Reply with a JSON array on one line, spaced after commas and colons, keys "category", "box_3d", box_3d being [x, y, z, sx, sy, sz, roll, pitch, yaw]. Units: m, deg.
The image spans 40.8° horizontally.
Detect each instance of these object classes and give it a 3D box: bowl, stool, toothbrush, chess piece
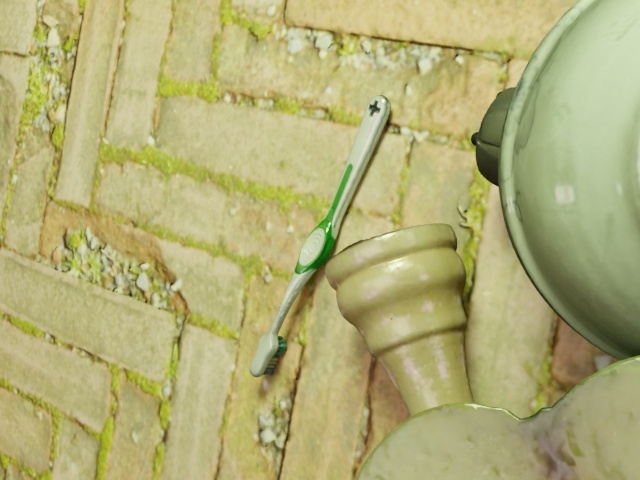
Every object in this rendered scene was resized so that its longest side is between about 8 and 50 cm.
[{"category": "bowl", "box_3d": [0.266, -0.050, 0.528, 0.307, 0.163, 0.307, 0, 93, 10]}, {"category": "stool", "box_3d": [0.183, -0.073, 0.683, 0.110, 0.096, 0.096, 25, 99, 37]}, {"category": "toothbrush", "box_3d": [-0.001, 0.000, 0.839, 0.030, 0.030, 0.304, 30, 102, 33]}, {"category": "chess piece", "box_3d": [0.112, 0.187, 0.696, 0.117, 0.117, 0.397, -25, 73, 30]}]

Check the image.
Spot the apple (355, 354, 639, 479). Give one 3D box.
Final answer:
[{"category": "apple", "box_3d": [0.189, 0.250, 0.483, 0.311, 0.320, 0.360, 123, 137, -56]}]
